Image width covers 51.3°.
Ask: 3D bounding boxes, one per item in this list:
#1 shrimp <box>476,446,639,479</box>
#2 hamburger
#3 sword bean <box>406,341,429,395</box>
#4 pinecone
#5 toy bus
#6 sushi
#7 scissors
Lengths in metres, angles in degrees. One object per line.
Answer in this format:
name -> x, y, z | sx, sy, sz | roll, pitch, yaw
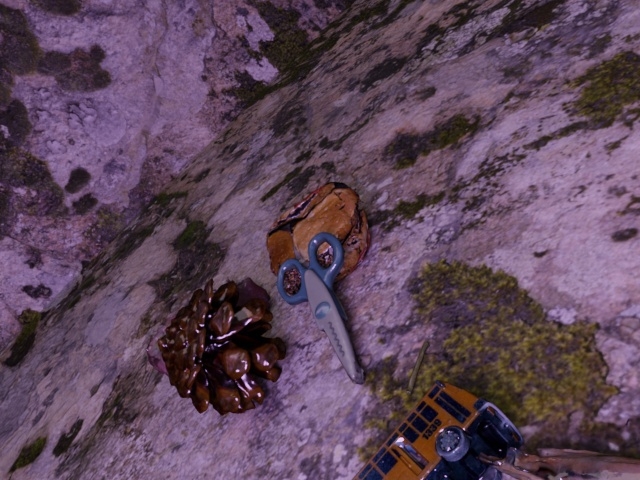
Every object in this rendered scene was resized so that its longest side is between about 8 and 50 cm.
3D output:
shrimp -> 0.243, 0.255, 0.569 | 0.254, 0.059, 0.145 | -6, 56, 41
hamburger -> 0.000, 0.000, 1.236 | 0.230, 0.107, 0.231 | -28, 32, 20
sword bean -> 0.131, 0.172, 0.898 | 0.012, 0.012, 0.083 | -13, 40, 45
pinecone -> -0.155, 0.174, 1.075 | 0.202, 0.201, 0.229 | -47, 23, -1
toy bus -> 0.119, 0.243, 0.717 | 0.182, 0.091, 0.103 | -47, 27, -7
sushi -> -0.220, 0.170, 1.275 | 0.161, 0.108, 0.241 | -5, 36, 50
scissors -> 0.011, 0.107, 1.044 | 0.138, 0.041, 0.289 | -38, 45, 13
